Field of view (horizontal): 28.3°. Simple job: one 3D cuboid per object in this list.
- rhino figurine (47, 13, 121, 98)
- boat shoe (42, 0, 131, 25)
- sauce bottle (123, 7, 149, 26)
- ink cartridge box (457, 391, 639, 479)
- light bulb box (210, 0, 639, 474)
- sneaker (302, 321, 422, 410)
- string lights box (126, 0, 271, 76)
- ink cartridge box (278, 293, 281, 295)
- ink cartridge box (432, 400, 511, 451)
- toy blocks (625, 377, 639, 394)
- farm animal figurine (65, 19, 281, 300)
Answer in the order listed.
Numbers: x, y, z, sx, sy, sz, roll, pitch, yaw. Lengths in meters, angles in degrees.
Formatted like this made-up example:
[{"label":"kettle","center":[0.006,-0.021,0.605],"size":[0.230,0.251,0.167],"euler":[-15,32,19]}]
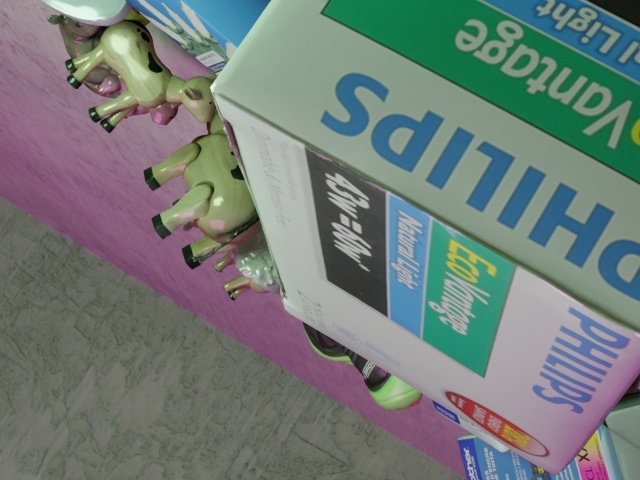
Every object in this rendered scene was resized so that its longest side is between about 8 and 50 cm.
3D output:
[{"label":"rhino figurine","center":[-0.311,-0.269,1.760],"size":[0.106,0.073,0.243],"euler":[26,163,17]},{"label":"boat shoe","center":[-0.329,-0.337,1.494],"size":[0.306,0.113,0.105],"euler":[32,173,18]},{"label":"sauce bottle","center":[-0.213,-0.289,1.536],"size":[0.042,0.042,0.128],"euler":[37,167,-12]},{"label":"ink cartridge box","center":[0.357,0.273,1.567],"size":[0.395,0.270,0.151],"euler":[-25,76,65]},{"label":"light bulb box","center":[0.145,-0.099,0.725],"size":[0.225,0.361,0.358],"euler":[30,165,13]},{"label":"sneaker","center":[0.071,0.094,1.932],"size":[0.202,0.185,0.483],"euler":[64,168,-16]},{"label":"string lights box","center":[-0.123,-0.256,1.378],"size":[0.259,0.077,0.133],"euler":[38,166,-18]},{"label":"ink cartridge box","center":[0.000,0.000,1.792],"size":[0.092,0.159,0.218],"euler":[39,165,-15]},{"label":"ink cartridge box","center":[0.150,0.084,1.552],"size":[0.303,0.072,0.307],"euler":[-169,60,-82]},{"label":"toy blocks","center":[0.392,0.196,1.798],"size":[0.148,0.054,0.123],"euler":[36,165,-10]},{"label":"farm animal figurine","center":[-0.147,-0.119,1.609],"size":[0.330,0.172,0.327],"euler":[43,-160,-56]}]
